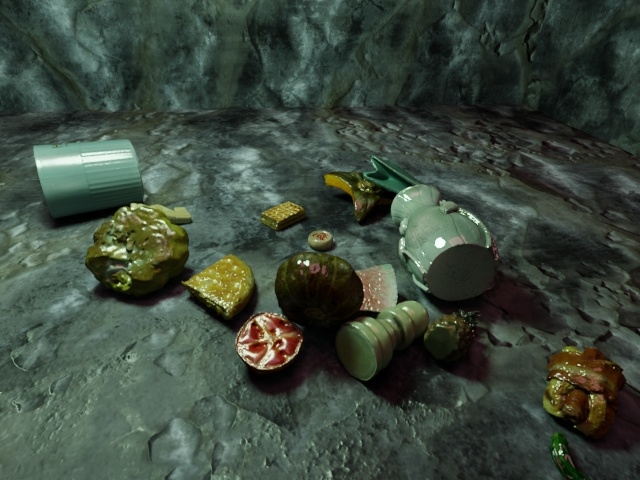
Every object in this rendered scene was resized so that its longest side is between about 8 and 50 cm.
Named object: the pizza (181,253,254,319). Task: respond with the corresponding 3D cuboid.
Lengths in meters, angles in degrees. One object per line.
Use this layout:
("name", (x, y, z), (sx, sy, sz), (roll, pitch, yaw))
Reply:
("pizza", (-0.281, 0.129, 1.155), (0.197, 0.058, 0.292), (-6, 31, -10))

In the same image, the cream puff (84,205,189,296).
("cream puff", (-0.517, 0.038, 1.203), (0.282, 0.185, 0.282), (2, 72, -7))

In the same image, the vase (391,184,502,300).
("vase", (0.349, -0.015, 1.266), (0.250, 0.250, 0.445), (-1, 28, -4))

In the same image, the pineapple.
("pineapple", (0.331, 0.219, 1.013), (0.108, 0.108, 0.197), (25, 26, 32))

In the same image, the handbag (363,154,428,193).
("handbag", (0.308, -0.217, 1.607), (0.274, 0.100, 0.269), (36, 18, 16))

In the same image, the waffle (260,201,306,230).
("waffle", (-0.137, -0.092, 1.529), (0.102, 0.042, 0.148), (25, 39, 35))

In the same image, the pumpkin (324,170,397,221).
("pumpkin", (0.177, -0.188, 1.650), (0.258, 0.095, 0.290), (-6, 40, -34))

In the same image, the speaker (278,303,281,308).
("speaker", (-0.069, 0.144, 1.119), (0.075, 0.060, 0.094), (8, 65, 7))

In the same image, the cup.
("cup", (-0.849, -0.219, 1.559), (0.311, 0.331, 0.257), (-14, 69, -26))

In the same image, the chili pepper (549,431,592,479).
("chili pepper", (0.459, 0.408, 0.760), (0.055, 0.035, 0.118), (-22, 32, -6))

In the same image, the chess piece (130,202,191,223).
("chess piece", (-0.569, -0.089, 1.485), (0.200, 0.090, 0.090), (-2, 30, -26))

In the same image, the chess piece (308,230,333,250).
("chess piece", (0.000, 0.000, 1.393), (0.083, 0.038, 0.083), (3, 32, -2))

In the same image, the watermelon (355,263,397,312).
("watermelon", (0.084, 0.151, 1.127), (0.241, 0.094, 0.154), (-1, 41, -2))

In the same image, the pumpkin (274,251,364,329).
("pumpkin", (-0.001, 0.110, 0.985), (0.219, 0.219, 0.162), (9, 50, 12))

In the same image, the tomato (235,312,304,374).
("tomato", (-0.118, 0.247, 0.959), (0.155, 0.069, 0.155), (2, 42, -2))

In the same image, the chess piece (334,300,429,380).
("chess piece", (0.161, 0.215, 0.982), (0.243, 0.133, 0.133), (-19, 37, -39))

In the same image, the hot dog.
("hot dog", (0.554, 0.301, 0.873), (0.146, 0.103, 0.213), (21, 38, 27))
